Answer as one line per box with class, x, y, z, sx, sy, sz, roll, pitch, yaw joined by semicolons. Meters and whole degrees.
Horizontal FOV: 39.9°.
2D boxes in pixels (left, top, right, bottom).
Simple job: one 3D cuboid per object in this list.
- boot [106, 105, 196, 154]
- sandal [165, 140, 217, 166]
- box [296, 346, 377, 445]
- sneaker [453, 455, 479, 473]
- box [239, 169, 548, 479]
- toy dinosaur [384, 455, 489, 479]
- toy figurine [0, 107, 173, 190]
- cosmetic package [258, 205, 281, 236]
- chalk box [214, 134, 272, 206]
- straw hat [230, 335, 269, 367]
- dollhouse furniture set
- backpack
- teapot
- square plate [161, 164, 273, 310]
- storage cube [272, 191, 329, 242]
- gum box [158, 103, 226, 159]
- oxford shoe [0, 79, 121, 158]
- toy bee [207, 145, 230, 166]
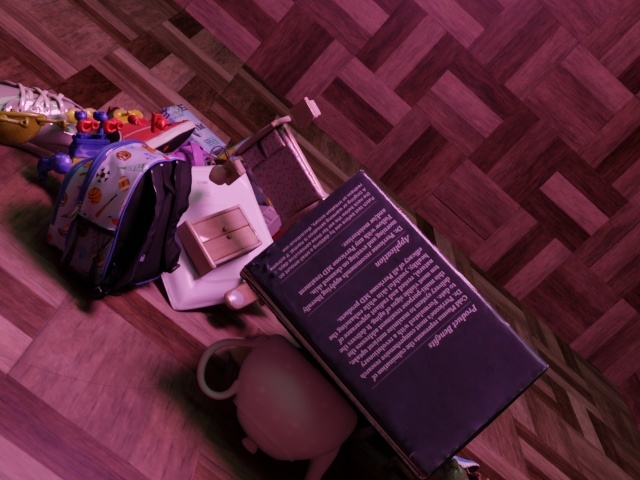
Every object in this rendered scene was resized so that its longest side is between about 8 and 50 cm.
boot;-0.441;-0.296;2.238;0.176;0.088;0.244;43;38;8
sandal;-0.285;-0.176;2.349;0.416;0.102;0.169;47;18;11
box;0.032;0.336;1.947;0.231;0.056;0.183;51;18;21
sneaker;0.323;0.533;2.125;0.162;0.063;0.073;26;21;-44
box;0.136;0.187;1.687;0.472;0.297;0.480;49;-5;14
toy dinosaur;0.262;0.517;1.951;0.295;0.127;0.200;35;2;27
toy figurine;-0.476;-0.143;1.739;0.362;0.217;0.191;-4;17;-31
cosmetic package;-0.157;-0.127;2.480;0.107;0.127;0.238;35;22;-25
chalk box;-0.166;-0.180;2.220;0.213;0.132;0.132;12;-48;51
straw hat;-0.117;0.234;1.847;0.144;0.061;0.144;39;18;-16
dollhouse furniture set;-0.103;-0.058;1.766;0.173;0.355;0.303;-26;84;-52
backpack;-0.362;-0.056;1.646;0.213;0.264;0.276;30;16;9
teapot;-0.072;0.303;1.592;0.256;0.187;0.252;41;-11;34
square plate;-0.233;-0.026;1.934;0.347;0.049;0.344;-4;67;-49
storage cube;0.000;0.000;2.422;0.183;0.193;0.215;35;18;-25
gum box;-0.375;-0.317;2.577;0.184;0.041;0.157;43;18;-1
oxford shoe;-0.601;-0.264;1.825;0.449;0.130;0.169;26;27;-39
toy bee;-0.229;-0.054;2.148;0.195;0.162;0.299;9;67;-41
